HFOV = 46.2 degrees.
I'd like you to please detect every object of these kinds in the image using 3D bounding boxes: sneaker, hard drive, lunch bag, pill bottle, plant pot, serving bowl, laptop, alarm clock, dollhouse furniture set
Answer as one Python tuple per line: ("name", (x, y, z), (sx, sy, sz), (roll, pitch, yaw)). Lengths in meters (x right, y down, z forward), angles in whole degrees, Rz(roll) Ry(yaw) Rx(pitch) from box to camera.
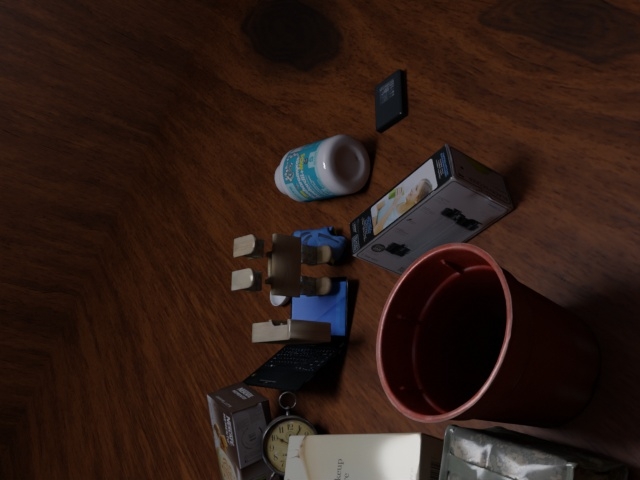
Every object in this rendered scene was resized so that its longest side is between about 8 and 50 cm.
("sneaker", (0.000, 0.000, 1.867), (0.082, 0.069, 0.209), (-52, 30, -8))
("hard drive", (0.170, -0.341, 1.839), (0.094, 0.022, 0.135), (-30, 49, 44))
("lunch bag", (0.291, 0.439, 1.107), (0.235, 0.169, 0.286), (5, 84, 53))
("pill bottle", (-0.007, -0.174, 1.891), (0.264, 0.146, 0.146), (-8, 66, 54))
("plant pot", (0.276, 0.173, 1.179), (0.272, 0.265, 0.272), (-32, 47, 43))
("serving bowl", (-0.097, 0.133, 1.958), (0.083, 0.027, 0.083), (-31, 49, 44))
("laptop", (-0.061, 0.214, 1.752), (0.264, 0.136, 0.234), (-37, 16, -33))
("alarm clock", (-0.067, 0.429, 1.649), (0.064, 0.129, 0.192), (142, 125, -83))
("dollhouse furniture set", (-0.065, 0.104, 1.660), (0.161, 0.212, 0.242), (-14, 72, 53))

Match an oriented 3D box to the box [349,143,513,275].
("box", (0.213, -0.048, 1.486), (0.290, 0.169, 0.087), (-40, 40, 39))

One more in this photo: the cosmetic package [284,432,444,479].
("cosmetic package", (0.082, 0.445, 1.393), (0.310, 0.113, 0.160), (-14, 60, 37))

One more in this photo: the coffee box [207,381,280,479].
("coffee box", (-0.174, 0.470, 1.723), (0.141, 0.098, 0.246), (15, 115, 56))
